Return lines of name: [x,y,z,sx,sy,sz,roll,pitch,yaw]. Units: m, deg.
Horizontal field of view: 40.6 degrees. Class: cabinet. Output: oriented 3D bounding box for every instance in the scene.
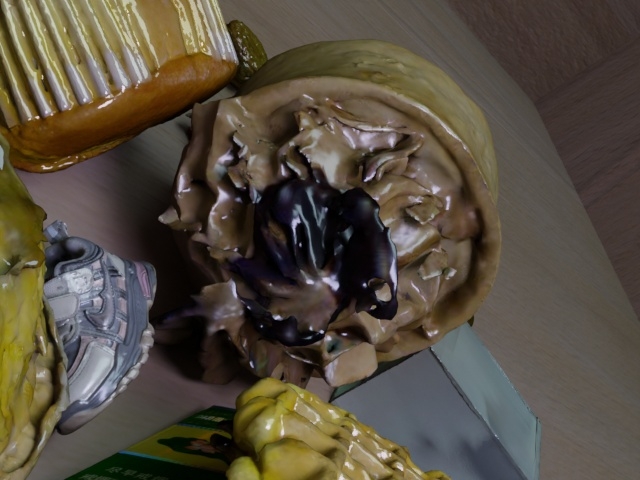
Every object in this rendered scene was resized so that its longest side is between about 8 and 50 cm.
cabinet: [0.141,0.203,1.023,0.206,0.145,0.150,53,25,-7]

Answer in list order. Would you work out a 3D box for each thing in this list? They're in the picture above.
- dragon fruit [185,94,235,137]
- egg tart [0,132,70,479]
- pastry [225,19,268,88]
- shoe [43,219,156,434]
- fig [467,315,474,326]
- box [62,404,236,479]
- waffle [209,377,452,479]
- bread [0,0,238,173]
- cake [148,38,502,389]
dragon fruit: [-0.104,-0.129,1.031,0.096,0.102,0.147,56,13,-21]
egg tart: [-0.271,-0.001,0.454,0.345,0.132,0.345,34,26,-20]
pastry: [-0.113,-0.261,1.220,0.097,0.057,0.109,43,28,-32]
shoe: [-0.184,0.056,0.657,0.092,0.089,0.180,45,24,-28]
fig: [0.190,0.117,1.320,0.088,0.074,0.074,40,20,16]
box: [-0.081,0.175,0.648,0.235,0.132,0.034,-11,105,-69]
waffle: [0.064,0.200,0.529,0.329,0.062,0.329,40,2,-2]
bread: [-0.203,-0.158,0.785,0.288,0.204,0.156,-41,114,-63]
cake: [0.006,0.006,0.800,0.332,0.332,0.321,49,30,-18]
